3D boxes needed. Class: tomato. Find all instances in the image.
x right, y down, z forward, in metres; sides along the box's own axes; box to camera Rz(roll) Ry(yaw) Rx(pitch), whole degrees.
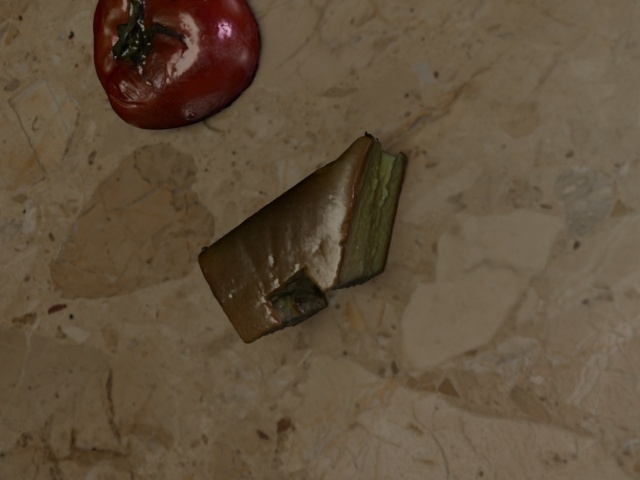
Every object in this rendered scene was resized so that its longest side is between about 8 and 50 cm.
[{"bbox_3d":[-0.190,-0.237,1.303,0.228,0.101,0.228,2,95,30],"label":"tomato"}]

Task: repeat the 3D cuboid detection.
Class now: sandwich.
[{"bbox_3d":[0.000,0.000,1.201,0.235,0.122,0.128,-36,74,23],"label":"sandwich"}]
